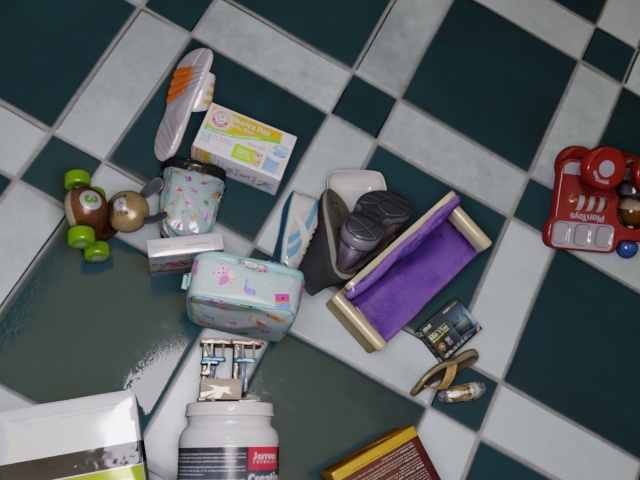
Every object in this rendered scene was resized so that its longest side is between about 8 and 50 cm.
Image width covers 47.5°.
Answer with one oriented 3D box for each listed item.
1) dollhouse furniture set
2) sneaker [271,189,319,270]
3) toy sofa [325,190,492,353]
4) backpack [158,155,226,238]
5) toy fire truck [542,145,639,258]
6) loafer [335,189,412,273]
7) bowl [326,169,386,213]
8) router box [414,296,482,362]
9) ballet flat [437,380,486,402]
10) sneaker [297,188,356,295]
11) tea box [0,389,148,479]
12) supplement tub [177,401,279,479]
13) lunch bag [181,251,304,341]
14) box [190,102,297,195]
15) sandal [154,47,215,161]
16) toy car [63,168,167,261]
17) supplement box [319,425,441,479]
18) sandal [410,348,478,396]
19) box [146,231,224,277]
[{"bbox_3d":[-0.171,0.251,1.419,0.128,0.184,0.129,3,73,-11],"label":"dollhouse furniture set"},{"bbox_3d":[-0.047,0.009,1.569,0.092,0.087,0.229,17,75,-15],"label":"sneaker"},{"bbox_3d":[0.196,0.067,1.554,0.362,0.177,0.150,-40,87,-19],"label":"toy sofa"},{"bbox_3d":[-0.279,-0.078,1.529,0.151,0.115,0.182,11,75,-11],"label":"backpack"},{"bbox_3d":[0.686,-0.090,1.728,0.302,0.169,0.254,6,97,-9],"label":"toy fire truck"},{"bbox_3d":[0.101,-0.023,1.501,0.109,0.095,0.302,30,28,12],"label":"loafer"},{"bbox_3d":[0.079,-0.084,1.637,0.141,0.053,0.142,-1,73,-14],"label":"bowl"},{"bbox_3d":[0.282,0.198,1.607,0.122,0.038,0.092,-38,84,-19],"label":"router box"},{"bbox_3d":[0.312,0.330,1.575,0.114,0.041,0.041,-9,76,-14],"label":"ballet flat"},{"bbox_3d":[0.000,0.000,1.520,0.083,0.118,0.222,28,44,-39],"label":"sneaker"},{"bbox_3d":[-0.402,0.442,1.240,0.219,0.329,0.324,-6,77,-14],"label":"tea box"},{"bbox_3d":[-0.172,0.445,1.359,0.191,0.191,0.272,3,74,-11],"label":"supplement tub"},{"bbox_3d":[-0.156,0.109,1.413,0.223,0.279,0.108,14,68,-5],"label":"lunch bag"},{"bbox_3d":[-0.169,-0.199,1.592,0.203,0.103,0.114,21,71,-5],"label":"box"},{"bbox_3d":[-0.291,-0.294,1.608,0.076,0.102,0.265,20,91,-49],"label":"sandal"},{"bbox_3d":[-0.403,-0.063,1.461,0.188,0.149,0.155,-13,67,2],"label":"toy car"},{"bbox_3d":[0.132,0.502,1.439,0.191,0.129,0.194,-25,80,-17],"label":"supplement box"},{"bbox_3d":[0.273,0.290,1.558,0.180,0.072,0.049,-22,58,-21],"label":"sandal"},{"bbox_3d":[-0.272,0.031,1.461,0.145,0.186,0.038,-6,76,-14],"label":"box"}]
